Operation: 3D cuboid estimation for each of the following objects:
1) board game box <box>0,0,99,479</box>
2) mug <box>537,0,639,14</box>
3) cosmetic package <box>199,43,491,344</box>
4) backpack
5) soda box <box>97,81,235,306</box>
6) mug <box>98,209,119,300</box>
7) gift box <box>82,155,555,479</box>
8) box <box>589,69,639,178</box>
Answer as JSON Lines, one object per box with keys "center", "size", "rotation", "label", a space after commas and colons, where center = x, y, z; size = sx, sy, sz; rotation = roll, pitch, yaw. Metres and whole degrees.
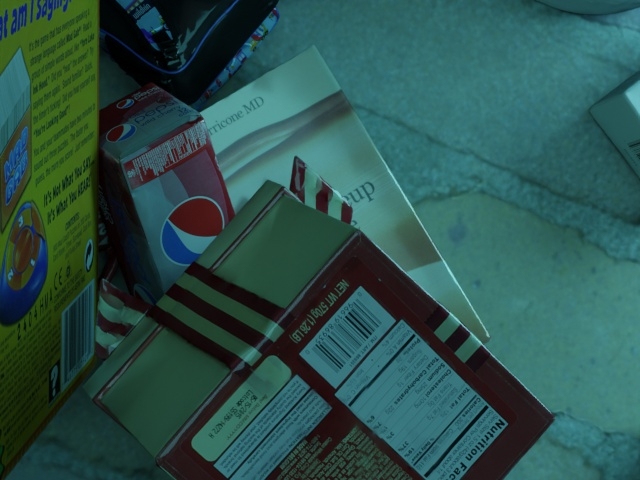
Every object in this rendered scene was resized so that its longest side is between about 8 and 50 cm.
{"center": [-0.373, -0.033, 1.402], "size": [0.356, 0.356, 0.356], "rotation": [5, 107, 9], "label": "board game box"}
{"center": [0.240, -0.362, 1.699], "size": [0.374, 0.328, 0.276], "rotation": [0, 84, -13], "label": "mug"}
{"center": [0.000, 0.000, 1.708], "size": [0.153, 0.129, 0.296], "rotation": [-33, 92, -13], "label": "cosmetic package"}
{"center": [-0.141, -0.216, 1.703], "size": [0.173, 0.117, 0.158], "rotation": [33, 76, 18], "label": "backpack"}
{"center": [-0.116, 0.008, 1.633], "size": [0.083, 0.092, 0.263], "rotation": [-30, 126, -21], "label": "soda box"}
{"center": [-0.230, -0.008, 1.678], "size": [0.169, 0.113, 0.150], "rotation": [-23, 121, -19], "label": "mug"}
{"center": [-0.017, 0.098, 1.498], "size": [0.255, 0.258, 0.276], "rotation": [-44, 109, -7], "label": "gift box"}
{"center": [0.361, -0.124, 1.826], "size": [0.170, 0.091, 0.130], "rotation": [-36, 93, -14], "label": "box"}
